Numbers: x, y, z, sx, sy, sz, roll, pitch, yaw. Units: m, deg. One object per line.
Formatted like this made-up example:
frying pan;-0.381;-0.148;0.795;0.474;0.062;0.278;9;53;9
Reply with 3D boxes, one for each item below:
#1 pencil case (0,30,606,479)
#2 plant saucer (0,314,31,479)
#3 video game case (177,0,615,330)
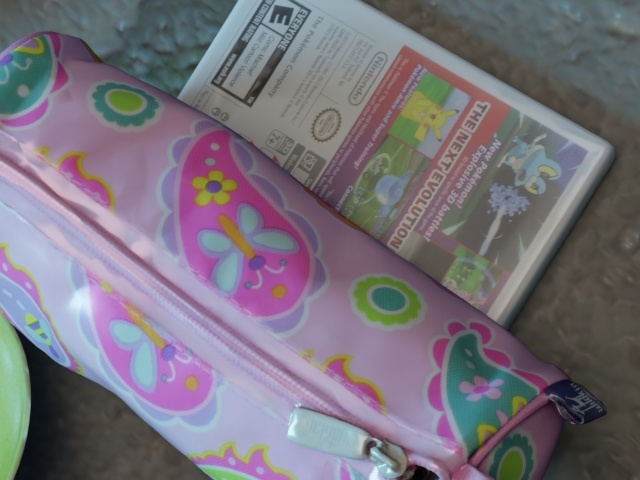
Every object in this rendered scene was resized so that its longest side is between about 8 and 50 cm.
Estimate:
pencil case;-0.034;0.031;0.747;0.284;0.124;0.124;36;92;19
plant saucer;-0.241;0.098;0.812;0.241;0.037;0.241;-5;47;5
video game case;0.000;0.000;0.818;0.183;0.023;0.201;32;90;18
